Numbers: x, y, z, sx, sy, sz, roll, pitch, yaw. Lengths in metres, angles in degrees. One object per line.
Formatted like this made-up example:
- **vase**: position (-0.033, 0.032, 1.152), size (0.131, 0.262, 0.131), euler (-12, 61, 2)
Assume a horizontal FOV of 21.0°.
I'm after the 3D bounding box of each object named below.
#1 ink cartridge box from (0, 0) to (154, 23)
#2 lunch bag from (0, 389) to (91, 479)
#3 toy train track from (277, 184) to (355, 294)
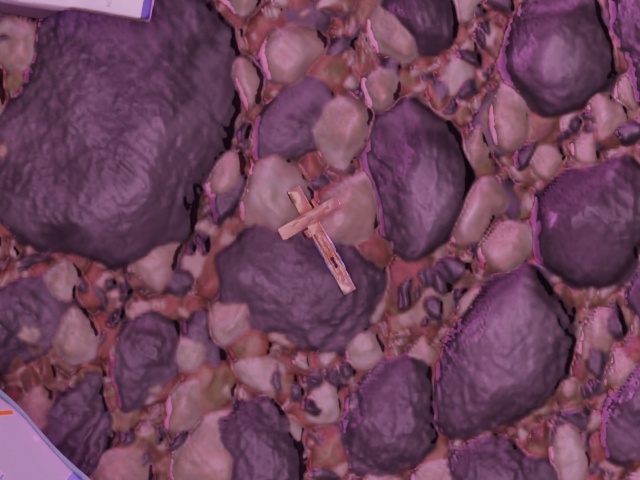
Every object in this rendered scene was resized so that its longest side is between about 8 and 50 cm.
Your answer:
- **ink cartridge box**: position (-0.283, -0.261, 1.210), size (0.370, 0.069, 0.176), euler (9, 87, 3)
- **lunch bag**: position (-0.235, 0.237, 1.111), size (0.279, 0.108, 0.224), euler (46, 54, 9)
- **toy train track**: position (0.000, 0.000, 1.220), size (0.048, 0.014, 0.083), euler (-29, 93, -8)
